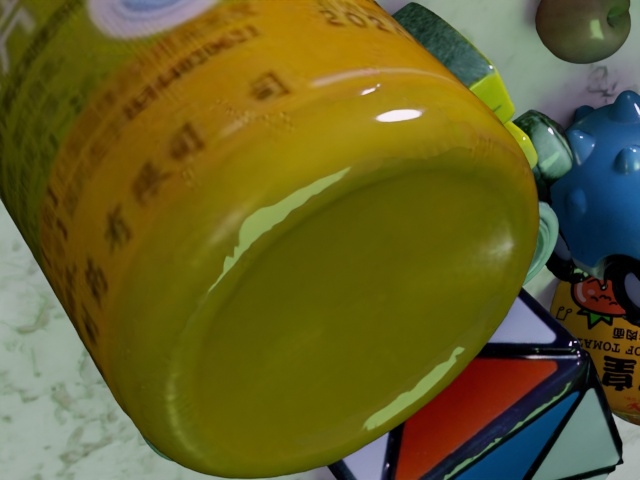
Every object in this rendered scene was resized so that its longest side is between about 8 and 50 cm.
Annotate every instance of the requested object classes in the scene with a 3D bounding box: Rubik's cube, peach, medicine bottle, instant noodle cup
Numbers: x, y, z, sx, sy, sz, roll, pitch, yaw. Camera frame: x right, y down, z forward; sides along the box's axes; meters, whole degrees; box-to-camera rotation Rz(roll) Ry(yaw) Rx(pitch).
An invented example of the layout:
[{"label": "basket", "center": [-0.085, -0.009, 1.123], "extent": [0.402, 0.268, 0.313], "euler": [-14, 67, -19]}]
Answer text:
[{"label": "Rubik's cube", "center": [0.117, 0.160, 1.175], "extent": [0.250, 0.248, 0.246], "euler": [-37, 142, -3]}, {"label": "peach", "center": [0.226, -0.193, 1.042], "extent": [0.083, 0.083, 0.083], "euler": [-22, 140, -20]}, {"label": "medicine bottle", "center": [-0.076, -0.079, 0.659], "extent": [0.224, 0.384, 0.224], "euler": [-22, 139, -20]}, {"label": "instant noodle cup", "center": [0.384, 0.119, 1.396], "extent": [0.216, 0.216, 0.172], "euler": [-39, 151, 0]}]

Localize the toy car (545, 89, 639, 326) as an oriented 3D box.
[{"label": "toy car", "center": [0.316, -0.047, 1.138], "extent": [0.188, 0.255, 0.190], "euler": [-25, 124, -18]}]

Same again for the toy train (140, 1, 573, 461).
[{"label": "toy train", "center": [0.000, 0.000, 0.987], "extent": [0.442, 0.179, 0.272], "euler": [-37, 135, -1]}]
